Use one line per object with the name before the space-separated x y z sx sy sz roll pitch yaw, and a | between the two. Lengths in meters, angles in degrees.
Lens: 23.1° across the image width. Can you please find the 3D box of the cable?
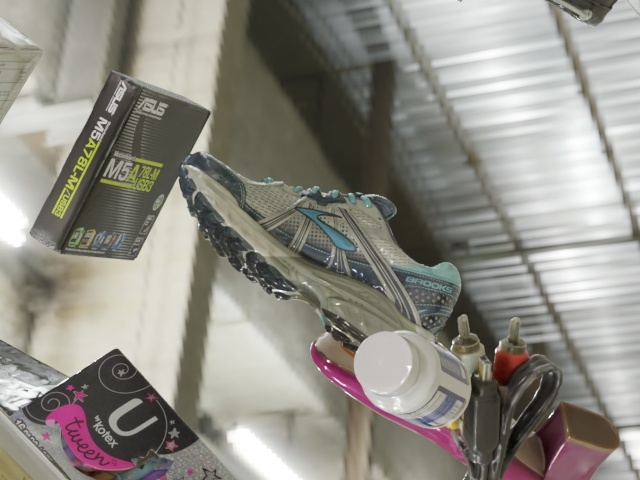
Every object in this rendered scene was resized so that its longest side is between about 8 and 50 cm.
cable | 0.163 0.206 1.572 0.072 0.139 0.287 -126 33 -54

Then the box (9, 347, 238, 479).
box | -0.167 0.253 1.470 0.142 0.247 0.163 -34 -30 -25

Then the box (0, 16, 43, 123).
box | -0.474 -0.131 1.833 0.311 0.121 0.148 -55 -12 13

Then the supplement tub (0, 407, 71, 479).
supplement tub | -0.335 0.173 1.108 0.316 0.228 0.228 51 -148 -21

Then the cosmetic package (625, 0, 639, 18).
cosmetic package | 0.402 -0.348 1.539 0.097 0.284 0.377 28 -156 -31

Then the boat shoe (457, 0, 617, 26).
boat shoe | 0.123 -0.259 1.285 0.306 0.105 0.113 16 -149 -27

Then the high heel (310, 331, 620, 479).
high heel | 0.137 0.225 1.762 0.127 0.377 0.181 -80 17 -53

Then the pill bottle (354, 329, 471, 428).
pill bottle | 0.072 0.109 1.250 0.120 0.067 0.067 33 -128 -61

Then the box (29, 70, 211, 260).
box | -0.199 -0.071 1.590 0.184 0.045 0.191 -60 -16 5

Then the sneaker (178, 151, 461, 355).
sneaker | 0.000 0.000 1.409 0.122 0.283 0.110 -52 -4 -16

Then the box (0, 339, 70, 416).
box | -0.377 0.226 1.806 0.143 0.270 0.165 -3 -72 -45
